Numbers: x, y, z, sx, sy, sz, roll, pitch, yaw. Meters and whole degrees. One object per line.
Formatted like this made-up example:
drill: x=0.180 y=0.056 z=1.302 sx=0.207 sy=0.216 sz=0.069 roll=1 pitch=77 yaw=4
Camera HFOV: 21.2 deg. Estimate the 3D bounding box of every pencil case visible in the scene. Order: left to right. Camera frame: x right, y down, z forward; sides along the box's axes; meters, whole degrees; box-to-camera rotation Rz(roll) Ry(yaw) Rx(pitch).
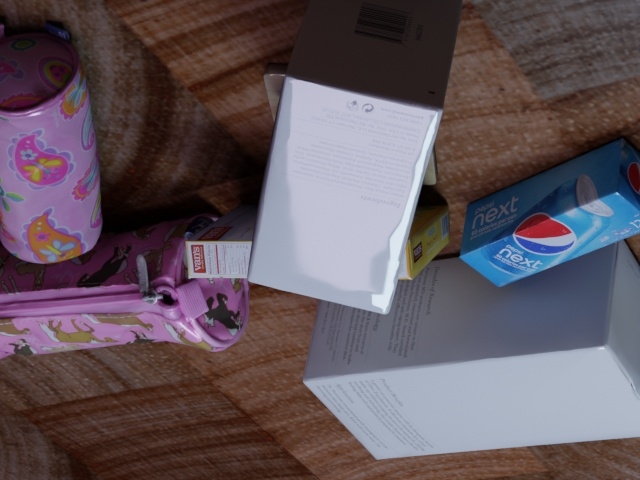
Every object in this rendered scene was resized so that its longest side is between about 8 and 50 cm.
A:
pencil case: x=-0.296 y=-0.096 z=1.783 sx=0.124 sy=0.124 sz=0.284 roll=9 pitch=145 yaw=7
pencil case: x=-0.275 y=0.061 z=1.959 sx=0.386 sy=0.160 sz=0.167 roll=-5 pitch=142 yaw=26

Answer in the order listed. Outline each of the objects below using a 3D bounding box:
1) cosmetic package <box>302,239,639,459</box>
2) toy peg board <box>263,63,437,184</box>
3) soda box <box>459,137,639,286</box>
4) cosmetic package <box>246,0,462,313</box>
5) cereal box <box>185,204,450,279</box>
cosmetic package: x=0.190 y=0.127 z=1.901 sx=0.365 sy=0.155 sz=0.197 roll=-9 pitch=140 yaw=28
toy peg board: x=0.027 y=-0.090 z=1.713 sx=0.161 sy=0.079 sz=0.161 roll=4 pitch=145 yaw=12
soda box: x=0.242 y=-0.026 z=1.739 sx=0.067 sy=0.071 sz=0.210 roll=35 pitch=140 yaw=-29
cosmetic package: x=0.031 y=-0.098 z=1.523 sx=0.138 sy=0.224 sz=0.225 roll=12 pitch=127 yaw=2
cereal box: x=0.000 y=0.000 z=1.783 sx=0.240 sy=0.173 sz=0.047 roll=0 pitch=104 yaw=19
